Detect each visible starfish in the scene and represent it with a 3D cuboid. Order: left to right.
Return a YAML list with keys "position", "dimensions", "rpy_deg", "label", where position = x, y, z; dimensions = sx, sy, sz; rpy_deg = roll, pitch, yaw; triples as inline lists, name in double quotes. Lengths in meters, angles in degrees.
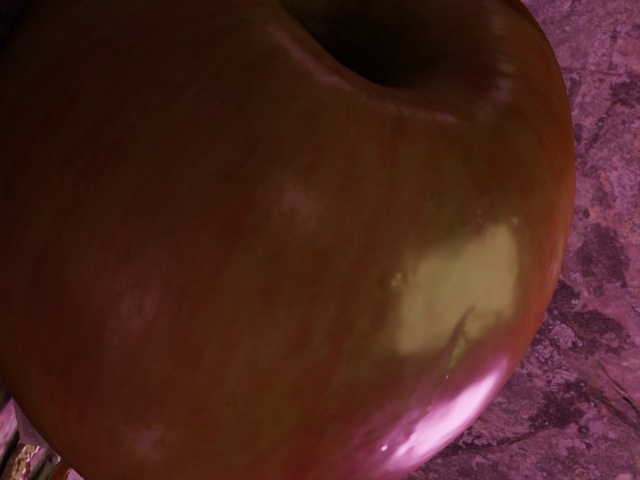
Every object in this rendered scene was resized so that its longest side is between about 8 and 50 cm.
- position: [-0.256, 0.232, 1.488]
  dimensions: [0.247, 0.050, 0.138]
  rpy_deg: [-67, 173, -50]
  label: "starfish"

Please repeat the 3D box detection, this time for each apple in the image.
- position: [-0.037, -0.015, 1.142]
  dimensions: [0.347, 0.391, 0.391]
  rpy_deg: [-65, 174, 35]
  label: "apple"

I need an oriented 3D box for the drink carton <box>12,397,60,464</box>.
- position: [-0.196, 0.116, 1.439]
  dimensions: [0.200, 0.074, 0.084]
  rpy_deg: [-52, 145, -56]
  label: "drink carton"
